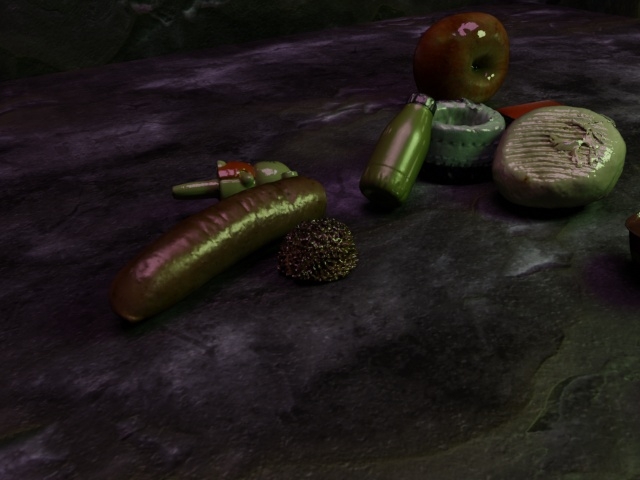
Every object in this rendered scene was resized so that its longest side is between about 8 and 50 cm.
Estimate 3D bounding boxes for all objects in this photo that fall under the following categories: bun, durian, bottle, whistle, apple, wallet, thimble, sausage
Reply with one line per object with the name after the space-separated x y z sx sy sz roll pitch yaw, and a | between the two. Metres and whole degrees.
0.510 -0.166 1.276 0.273 0.168 0.273 -9 50 10 | bun
0.000 0.000 1.106 0.148 0.091 0.188 13 33 24 | durian
0.181 -0.204 1.300 0.112 0.112 0.260 17 73 29 | bottle
-0.176 -0.119 1.286 0.288 0.106 0.131 -4 -9 -12 | whistle
0.418 -0.548 1.805 0.302 0.301 0.301 -2 31 1 | apple
0.614 -0.360 1.706 0.204 0.045 0.142 -13 32 -18 | wallet
0.334 -0.243 1.432 0.237 0.150 0.237 -1 32 1 | thimble
-0.179 -0.006 1.103 0.501 0.123 0.136 -31 70 -38 | sausage

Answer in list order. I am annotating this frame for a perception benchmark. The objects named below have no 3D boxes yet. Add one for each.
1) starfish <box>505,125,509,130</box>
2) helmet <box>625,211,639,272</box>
0.493 -0.285 1.597 0.130 0.041 0.133 5 17 28 | starfish
0.599 0.021 1.015 0.155 0.106 0.175 -3 27 2 | helmet
